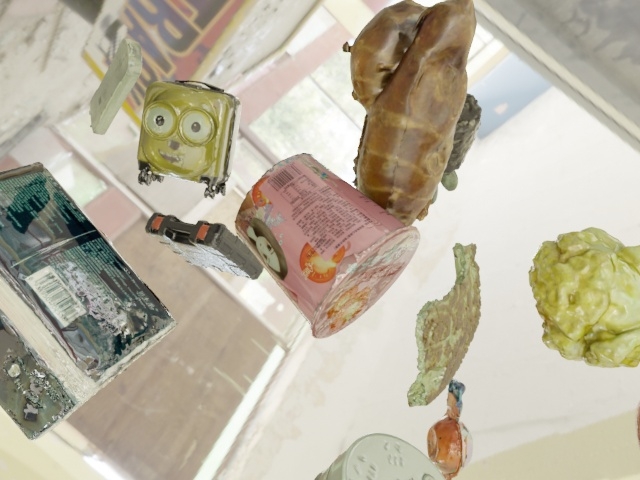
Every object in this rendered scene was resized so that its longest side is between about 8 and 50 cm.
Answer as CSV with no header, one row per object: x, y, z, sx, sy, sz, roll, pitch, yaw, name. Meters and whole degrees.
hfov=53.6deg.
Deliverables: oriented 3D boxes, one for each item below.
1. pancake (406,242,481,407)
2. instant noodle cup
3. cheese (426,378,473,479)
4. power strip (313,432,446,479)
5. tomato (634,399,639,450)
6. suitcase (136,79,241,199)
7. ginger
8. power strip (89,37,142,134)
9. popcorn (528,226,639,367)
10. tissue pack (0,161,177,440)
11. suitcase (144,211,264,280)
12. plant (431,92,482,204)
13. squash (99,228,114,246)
0.260,0.181,1.362,0.054,0.197,0.376,11,-105,47,pancake
0.000,0.000,1.048,0.243,0.231,0.243,-39,158,-19,instant noodle cup
0.424,0.617,2.054,0.217,0.129,0.329,-160,-105,-79,cheese
0.141,0.619,1.422,0.161,0.357,0.357,-52,-176,30,power strip
0.701,0.350,1.124,0.260,0.180,0.259,-15,-111,44,tomato
-0.280,-0.219,1.338,0.143,0.194,0.234,-46,148,-75,suitcase
0.137,-0.226,1.132,0.176,0.418,0.254,-9,-152,-34,ginger
-0.375,-0.271,1.148,0.227,0.029,0.080,-39,-125,42,power strip
0.457,0.100,1.044,0.195,0.256,0.255,-44,-172,44,popcorn
-0.506,0.093,1.129,0.253,0.416,0.264,-38,-177,26,tissue pack
-0.298,0.013,1.629,0.286,0.206,0.066,10,-113,39,suitcase
0.237,-0.183,1.314,0.146,0.149,0.274,-40,157,-33,plant
-0.599,0.035,1.493,0.165,0.252,0.252,-44,-172,3,squash
